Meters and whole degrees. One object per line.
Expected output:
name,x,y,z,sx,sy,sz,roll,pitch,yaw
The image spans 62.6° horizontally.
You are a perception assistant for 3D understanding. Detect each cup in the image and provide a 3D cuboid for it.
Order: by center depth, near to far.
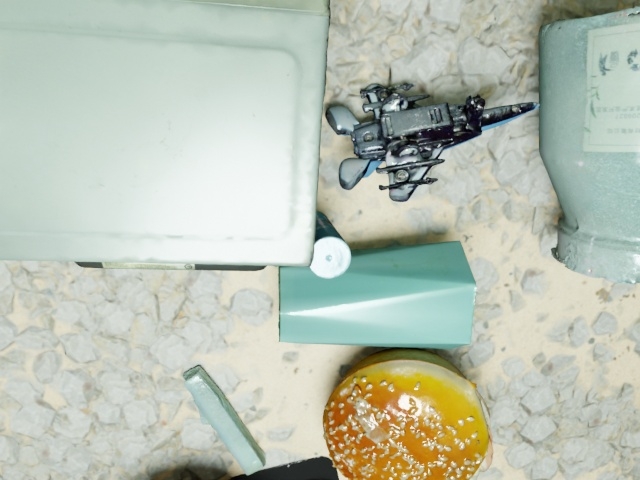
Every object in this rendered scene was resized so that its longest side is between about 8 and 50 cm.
cup,0.061,0.077,0.672,0.235,0.148,0.134,-2,131,-6

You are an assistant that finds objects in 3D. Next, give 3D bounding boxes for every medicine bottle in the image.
medicine bottle,0.380,-0.114,0.612,0.245,0.245,0.290,-7,107,-6

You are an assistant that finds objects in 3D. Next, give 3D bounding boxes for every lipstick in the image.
lipstick,0.000,0.000,0.627,0.048,0.158,0.048,-2,104,-7

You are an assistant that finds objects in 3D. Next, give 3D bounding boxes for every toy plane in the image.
toy plane,0.135,-0.135,0.623,0.246,0.078,0.169,-14,67,13

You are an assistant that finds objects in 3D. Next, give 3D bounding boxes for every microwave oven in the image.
microwave oven,-0.185,-0.123,0.542,0.355,0.218,0.286,1,105,-8

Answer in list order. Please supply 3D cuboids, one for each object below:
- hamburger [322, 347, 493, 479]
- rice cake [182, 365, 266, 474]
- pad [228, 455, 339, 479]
hamburger,0.115,0.244,0.699,0.236,0.147,0.237,-1,120,-1
rice cake,-0.137,0.256,0.739,0.042,0.030,0.180,-29,105,2
pad,-0.043,0.463,0.817,0.181,0.004,0.267,-11,105,-5
